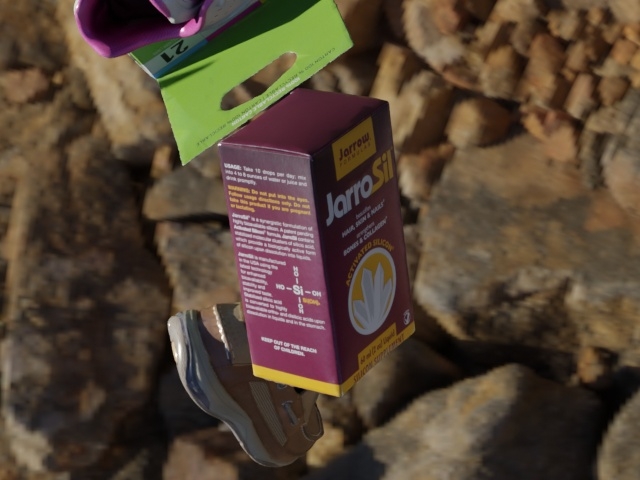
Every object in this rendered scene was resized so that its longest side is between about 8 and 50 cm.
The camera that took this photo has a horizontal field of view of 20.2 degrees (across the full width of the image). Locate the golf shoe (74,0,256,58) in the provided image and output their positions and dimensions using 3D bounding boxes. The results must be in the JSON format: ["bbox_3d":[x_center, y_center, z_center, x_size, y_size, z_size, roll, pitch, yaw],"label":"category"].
[{"bbox_3d":[-0.040,-0.198,1.164,0.306,0.140,0.115,-23,112,40],"label":"golf shoe"}]

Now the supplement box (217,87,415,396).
[{"bbox_3d":[0.000,0.000,1.266,0.081,0.104,0.188,11,121,33],"label":"supplement box"}]

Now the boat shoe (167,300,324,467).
[{"bbox_3d":[-0.045,0.144,1.823,0.116,0.324,0.123,-24,66,8],"label":"boat shoe"}]

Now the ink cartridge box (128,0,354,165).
[{"bbox_3d":[-0.096,-0.217,1.557,0.189,0.097,0.255,-34,42,11],"label":"ink cartridge box"}]
